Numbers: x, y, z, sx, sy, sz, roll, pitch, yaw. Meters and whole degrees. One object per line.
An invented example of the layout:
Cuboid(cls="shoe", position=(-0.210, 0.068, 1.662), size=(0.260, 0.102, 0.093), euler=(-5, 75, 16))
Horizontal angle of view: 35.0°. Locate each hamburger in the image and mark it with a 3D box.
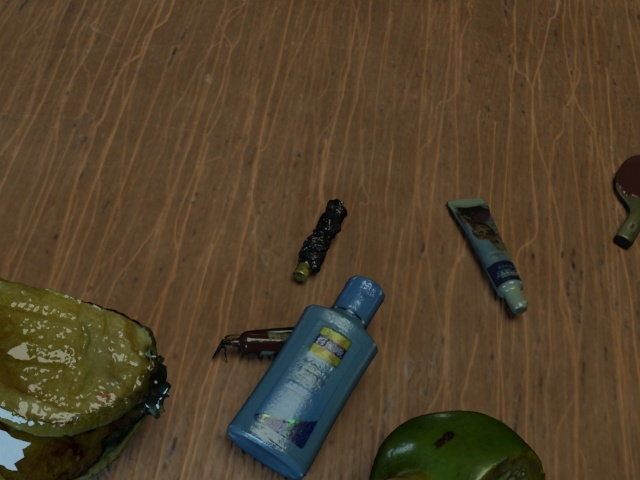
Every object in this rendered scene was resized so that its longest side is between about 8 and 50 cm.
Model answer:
Cuboid(cls="hamburger", position=(-0.319, 0.154, 1.072), size=(0.309, 0.132, 0.211), euler=(22, 48, 2))

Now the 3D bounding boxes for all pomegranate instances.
Cuboid(cls="pomegranate", position=(0.113, 0.282, 1.076), size=(0.241, 0.190, 0.159), euler=(-32, 39, -34))

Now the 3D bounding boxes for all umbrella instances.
Cuboid(cls="umbrella", position=(0.000, 0.000, 1.367), size=(0.037, 0.040, 0.144), euler=(30, 49, -3))

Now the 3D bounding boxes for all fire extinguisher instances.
Cuboid(cls="fire extinguisher", position=(-0.047, 0.123, 1.252), size=(0.173, 0.035, 0.049), euler=(4, 54, -19))

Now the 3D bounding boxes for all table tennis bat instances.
Cuboid(cls="table tennis bat", position=(0.515, -0.061, 1.595), size=(0.131, 0.022, 0.234), euler=(34, 48, 11))

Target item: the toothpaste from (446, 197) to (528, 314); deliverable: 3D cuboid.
Cuboid(cls="toothpaste", position=(0.241, 0.017, 1.433), size=(0.062, 0.037, 0.216), euler=(-3, 47, -18))

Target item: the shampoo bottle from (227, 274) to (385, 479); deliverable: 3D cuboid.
Cuboid(cls="shampoo bottle", position=(-0.002, 0.149, 1.197), size=(0.104, 0.061, 0.258), euler=(33, 59, 1))
